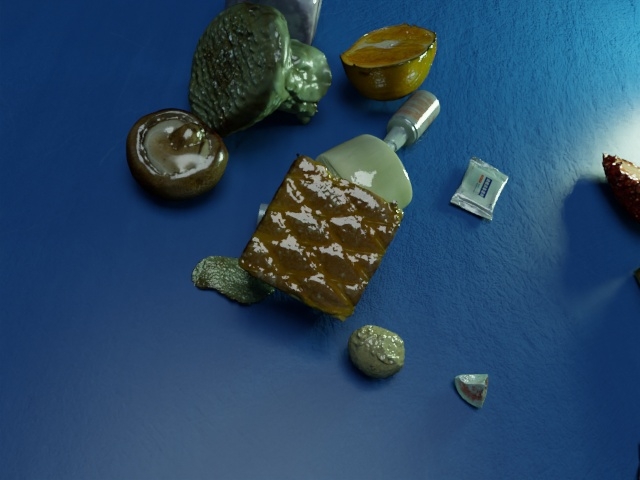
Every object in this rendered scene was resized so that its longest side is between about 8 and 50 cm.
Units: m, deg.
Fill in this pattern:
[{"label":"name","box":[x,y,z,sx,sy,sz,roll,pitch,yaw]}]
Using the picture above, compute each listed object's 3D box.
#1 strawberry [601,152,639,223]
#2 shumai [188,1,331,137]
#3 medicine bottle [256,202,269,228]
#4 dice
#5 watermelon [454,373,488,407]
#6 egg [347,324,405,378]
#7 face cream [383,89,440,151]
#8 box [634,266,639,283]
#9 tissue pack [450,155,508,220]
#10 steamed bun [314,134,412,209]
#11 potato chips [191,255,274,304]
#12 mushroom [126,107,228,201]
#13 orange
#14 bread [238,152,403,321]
[{"label":"strawberry","box":[0.932,-0.132,1.642,0.233,0.138,0.306,8,29,-28]},{"label":"shumai","box":[-0.147,-0.437,1.544,0.323,0.397,0.324,1,74,-46]},{"label":"medicine bottle","box":[-0.047,-0.041,1.406,0.216,0.090,0.091,10,57,-3]},{"label":"dice","box":[-0.134,-0.739,1.725,0.271,0.270,0.270,12,57,-2]},{"label":"watermelon","box":[0.342,0.323,1.263,0.085,0.061,0.085,9,60,-15]},{"label":"egg","box":[0.125,0.243,1.244,0.140,0.116,0.118,34,30,-20]},{"label":"face cream","box":[0.247,-0.328,1.636,0.101,0.101,0.252,33,58,11]},{"label":"box","box":[0.951,0.127,1.448,0.177,0.148,0.195,-3,59,-9]},{"label":"tissue pack","box":[0.453,-0.148,1.603,0.122,0.026,0.193,27,58,7]},{"label":"steamed bun","box":[0.109,-0.160,1.472,0.200,0.155,0.250,-28,64,-25]},{"label":"potato chips","box":[-0.195,0.095,1.335,0.209,0.026,0.142,-6,56,-17]},{"label":"mushroom","box":[-0.358,-0.212,1.417,0.253,0.153,0.253,3,67,-7]},{"label":"orange","box":[0.202,-0.538,1.670,0.274,0.274,0.310,37,18,13]},{"label":"bread","box":[0.000,0.000,1.259,0.278,0.207,0.279,26,86,-3]}]
